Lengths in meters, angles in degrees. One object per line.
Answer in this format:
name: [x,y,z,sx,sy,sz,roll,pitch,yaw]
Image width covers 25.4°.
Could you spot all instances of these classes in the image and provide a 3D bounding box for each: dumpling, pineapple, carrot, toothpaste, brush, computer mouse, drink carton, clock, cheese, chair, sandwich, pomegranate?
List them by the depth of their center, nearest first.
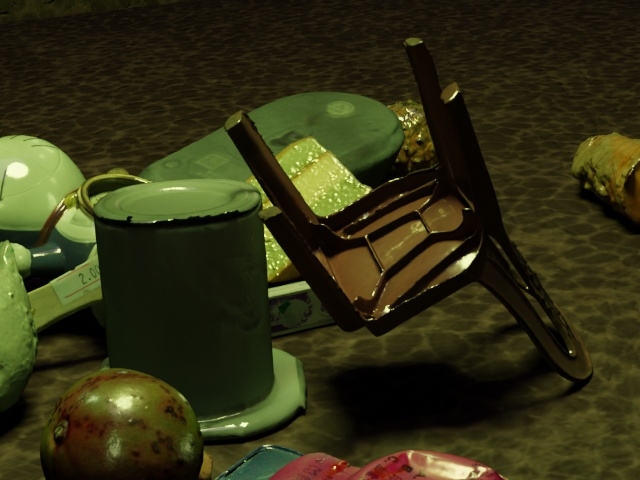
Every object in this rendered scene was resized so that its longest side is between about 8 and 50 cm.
cheese: [0.038,0.184,0.986,0.244,0.062,0.155,8,22,32]
pomegranate: [-0.138,0.150,1.031,0.130,0.130,0.130,-3,19,1]
chair: [0.084,0.013,1.201,0.183,0.326,0.175,-29,34,3]
drink carton: [-0.111,0.051,1.217,0.191,0.190,0.185,-2,14,2]
dumpling: [-0.306,0.097,1.228,0.108,0.152,0.219,29,44,-20]
brush: [-0.231,0.050,1.306,0.336,0.085,0.020,-28,-6,-9]
toothpaste: [-0.017,0.060,1.372,0.196,0.047,0.040,-12,24,-21]
clock: [-0.268,-0.012,1.423,0.243,0.146,0.199,25,36,19]
sandwich: [0.000,0.000,1.470,0.144,0.187,0.117,-43,56,-1]
computer mouse: [-0.054,-0.060,1.611,0.188,0.122,0.371,23,36,37]
carrot: [0.352,-0.081,1.669,0.102,0.102,0.263,-6,14,-8]
pineapple: [0.055,-0.106,1.777,0.197,0.108,0.108,-17,20,-1]
